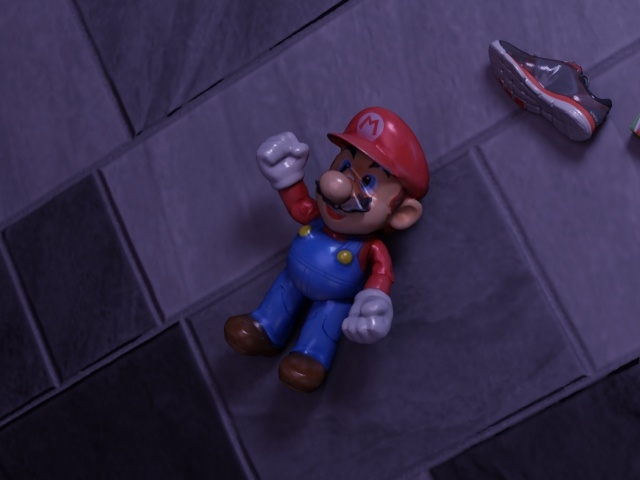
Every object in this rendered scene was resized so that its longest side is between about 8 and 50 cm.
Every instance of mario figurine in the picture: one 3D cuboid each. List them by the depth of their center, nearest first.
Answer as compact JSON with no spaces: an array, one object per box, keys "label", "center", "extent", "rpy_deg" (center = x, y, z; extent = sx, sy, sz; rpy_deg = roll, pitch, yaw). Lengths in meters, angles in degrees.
[{"label":"mario figurine","center":[0.000,0.000,1.531],"extent":[0.198,0.170,0.321],"rpy_deg":[24,101,-11]}]

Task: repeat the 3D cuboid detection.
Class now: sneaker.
[{"label":"sneaker","center":[0.252,-0.173,1.528],"extent":[0.065,0.061,0.158],"rpy_deg":[-40,68,-16]}]

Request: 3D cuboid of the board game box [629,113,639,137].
[{"label":"board game box","center":[0.458,-0.085,1.435],"extent":[0.259,0.039,0.124],"rpy_deg":[41,100,19]}]
